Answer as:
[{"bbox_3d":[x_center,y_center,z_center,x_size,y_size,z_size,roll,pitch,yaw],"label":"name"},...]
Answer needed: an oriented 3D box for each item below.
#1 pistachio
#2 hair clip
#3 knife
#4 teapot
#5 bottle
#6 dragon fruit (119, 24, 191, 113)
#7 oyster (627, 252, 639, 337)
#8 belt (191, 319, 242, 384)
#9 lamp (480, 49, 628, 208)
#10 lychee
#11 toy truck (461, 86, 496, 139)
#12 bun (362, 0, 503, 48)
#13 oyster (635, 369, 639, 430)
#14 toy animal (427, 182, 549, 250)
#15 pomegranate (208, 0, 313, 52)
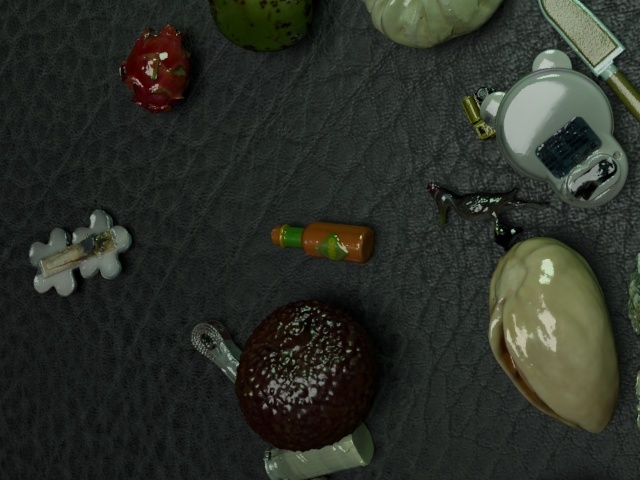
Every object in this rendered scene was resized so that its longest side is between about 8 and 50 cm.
[{"bbox_3d":[0.373,0.150,1.490,0.318,0.214,0.193,66,159,-7],"label":"pistachio"},{"bbox_3d":[-0.495,0.031,1.927,0.257,0.075,0.146,-22,85,32],"label":"hair clip"},{"bbox_3d":[0.445,-0.287,1.476,0.061,0.027,0.343,-43,76,25],"label":"knife"},{"bbox_3d":[0.001,0.406,1.751,0.200,0.077,0.107,-20,108,25],"label":"teapot"},{"bbox_3d":[0.000,0.000,1.696,0.187,0.069,0.069,6,100,25],"label":"bottle"},{"bbox_3d":[-0.301,-0.319,1.754,0.136,0.133,0.166,23,95,11],"label":"dragon fruit"},{"bbox_3d":[0.539,0.108,1.464,0.177,0.064,0.125,38,90,23],"label":"oyster"},{"bbox_3d":[-0.155,0.242,1.807,0.232,0.053,0.071,46,112,13],"label":"belt"},{"bbox_3d":[0.378,-0.162,1.480,0.179,0.108,0.246,-39,88,20],"label":"lamp"},{"bbox_3d":[-0.020,0.236,1.648,0.261,0.260,0.260,4,99,24],"label":"lychee"},{"bbox_3d":[0.272,-0.206,1.554,0.054,0.049,0.083,-27,84,28],"label":"toy truck"},{"bbox_3d":[0.176,-0.433,1.507,0.259,0.160,0.259,2,97,21],"label":"bun"},{"bbox_3d":[0.601,0.253,1.437,0.233,0.107,0.161,-9,60,31],"label":"oyster"},{"bbox_3d":[0.269,-0.053,1.579,0.202,0.070,0.105,21,92,23],"label":"toy animal"},{"bbox_3d":[-0.072,-0.436,1.614,0.248,0.214,0.214,-26,86,-7],"label":"pomegranate"}]
